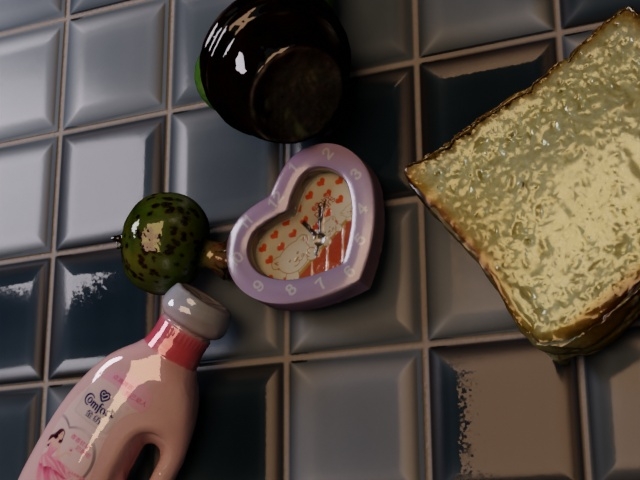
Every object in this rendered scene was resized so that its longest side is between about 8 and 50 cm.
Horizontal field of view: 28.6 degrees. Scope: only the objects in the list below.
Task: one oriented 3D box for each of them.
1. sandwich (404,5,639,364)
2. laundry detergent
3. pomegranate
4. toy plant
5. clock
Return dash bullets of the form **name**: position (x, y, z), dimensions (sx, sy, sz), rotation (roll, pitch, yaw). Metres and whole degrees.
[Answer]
- **sandwich**: position (0.278, -0.053, 1.260), dimensions (0.301, 0.099, 0.271), rotation (-37, 67, 8)
- **laundry detergent**: position (-0.215, 0.206, 1.415), dimensions (0.159, 0.088, 0.335), rotation (33, 94, 8)
- **pomegranate**: position (-0.161, 0.009, 1.456), dimensions (0.162, 0.122, 0.122), rotation (18, 82, 3)
- **toy plant**: position (-0.053, -0.220, 1.443), dimensions (0.218, 0.175, 0.235), rotation (-48, 35, 12)
- **clock**: position (0.000, 0.000, 1.398), dimensions (0.198, 0.064, 0.172), rotation (-50, 60, 5)
